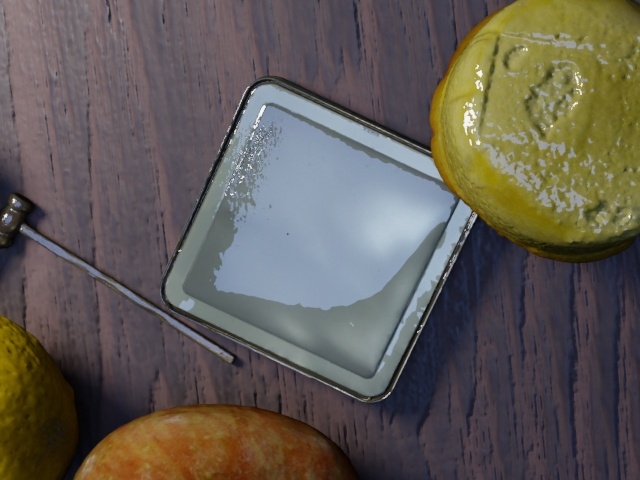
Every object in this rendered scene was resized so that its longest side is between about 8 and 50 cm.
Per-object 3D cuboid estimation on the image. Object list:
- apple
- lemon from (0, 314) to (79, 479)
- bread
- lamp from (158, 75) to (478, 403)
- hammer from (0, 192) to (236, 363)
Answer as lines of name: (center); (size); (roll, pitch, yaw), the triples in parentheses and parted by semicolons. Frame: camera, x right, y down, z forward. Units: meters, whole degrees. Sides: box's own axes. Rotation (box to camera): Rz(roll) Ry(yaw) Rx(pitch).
apple: (-0.102, 0.291, 1.441); (0.309, 0.250, 0.277); (32, 82, -20)
lemon: (-0.346, 0.182, 1.454); (0.204, 0.204, 0.260); (-15, 123, 7)
bread: (0.244, -0.115, 1.398); (0.270, 0.148, 0.270); (0, 84, -4)
lamp: (0.000, 0.000, 1.487); (0.269, 0.047, 0.266); (26, 97, 2)
hammer: (-0.214, 0.050, 1.524); (0.292, 0.029, 0.058); (32, 99, -1)
